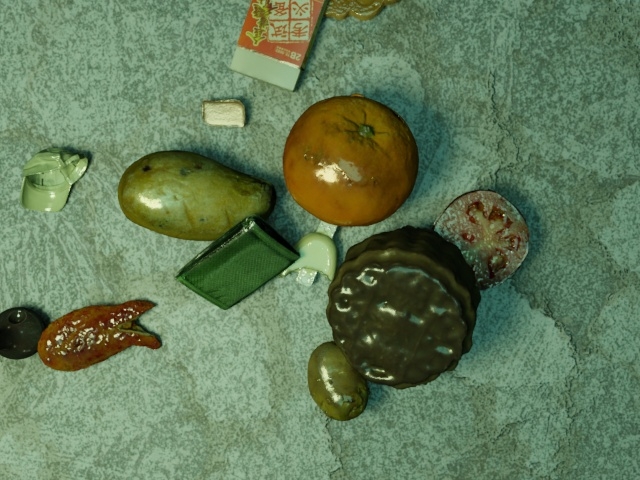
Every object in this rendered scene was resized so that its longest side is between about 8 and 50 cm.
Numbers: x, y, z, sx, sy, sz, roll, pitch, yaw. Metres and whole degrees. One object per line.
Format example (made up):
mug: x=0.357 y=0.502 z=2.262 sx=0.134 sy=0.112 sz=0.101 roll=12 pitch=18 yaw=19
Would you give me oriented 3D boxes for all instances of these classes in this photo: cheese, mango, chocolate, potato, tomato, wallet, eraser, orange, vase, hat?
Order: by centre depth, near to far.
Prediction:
orange: x=0.062 y=-0.161 z=1.095 sx=0.283 sy=0.226 sz=0.284 roll=4 pitch=62 yaw=-8
mango: x=-0.269 y=-0.091 z=1.158 sx=0.329 sy=0.176 sz=0.176 roll=14 pitch=130 yaw=-19
vase: x=-0.690 y=0.215 z=1.161 sx=0.120 sy=0.183 sz=0.120 roll=0 pitch=95 yaw=1
wallet: x=-0.182 y=0.054 z=1.166 sx=0.236 sy=0.055 sz=0.160 roll=-35 pitch=124 yaw=20
eraser: x=-0.092 y=-0.464 z=1.174 sx=0.157 sy=0.038 sz=0.230 roll=21 pitch=97 yaw=5
tomato: x=0.350 y=-0.003 z=1.186 sx=0.225 sy=0.085 sz=0.225 roll=0 pitch=92 yaw=0
potato: x=0.039 y=0.317 z=1.193 sx=0.137 sy=0.137 sz=0.176 roll=-11 pitch=72 yaw=1
chocolate: x=-0.218 y=-0.290 z=1.202 sx=0.100 sy=0.031 sz=0.065 roll=-1 pitch=111 yaw=4
hat: x=-0.612 y=-0.139 z=1.203 sx=0.122 sy=0.081 sz=0.166 roll=7 pitch=113 yaw=-38
cheese: x=0.000 y=0.000 z=1.207 sx=0.127 sy=0.050 sz=0.235 roll=22 pitch=92 yaw=2

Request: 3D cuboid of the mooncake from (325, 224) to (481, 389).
mooncake: x=0.167 y=0.140 z=1.104 sx=0.324 sy=0.187 sz=0.324 roll=6 pitch=110 yaw=17

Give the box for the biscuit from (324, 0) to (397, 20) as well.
biscuit: x=0.106 y=-0.573 z=1.177 sx=0.236 sy=0.040 sz=0.144 roll=-23 pitch=86 yaw=8

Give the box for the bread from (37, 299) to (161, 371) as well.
bread: x=-0.507 y=0.217 z=1.204 sx=0.268 sy=0.095 sz=0.139 roll=-12 pitch=100 yaw=-3
